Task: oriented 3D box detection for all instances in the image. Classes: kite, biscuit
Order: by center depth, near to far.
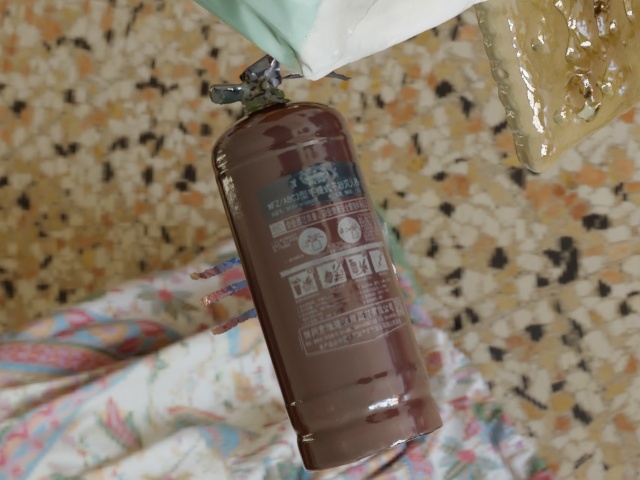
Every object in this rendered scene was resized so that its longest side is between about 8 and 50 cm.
[{"bbox_3d":[0.249,-0.212,1.252,0.044,0.325,0.217,-3,110,44],"label":"biscuit"},{"bbox_3d":[-0.029,0.029,1.615,0.141,0.245,0.015,66,163,5],"label":"kite"}]

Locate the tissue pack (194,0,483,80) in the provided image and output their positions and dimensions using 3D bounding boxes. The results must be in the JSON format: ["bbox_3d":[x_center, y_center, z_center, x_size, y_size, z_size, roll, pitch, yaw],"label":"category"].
[{"bbox_3d":[-0.056,-0.277,0.633,0.356,0.194,0.266,35,128,24],"label":"tissue pack"}]

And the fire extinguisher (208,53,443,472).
[{"bbox_3d":[0.000,0.000,1.081,0.114,0.135,0.337,-31,76,67],"label":"fire extinguisher"}]
